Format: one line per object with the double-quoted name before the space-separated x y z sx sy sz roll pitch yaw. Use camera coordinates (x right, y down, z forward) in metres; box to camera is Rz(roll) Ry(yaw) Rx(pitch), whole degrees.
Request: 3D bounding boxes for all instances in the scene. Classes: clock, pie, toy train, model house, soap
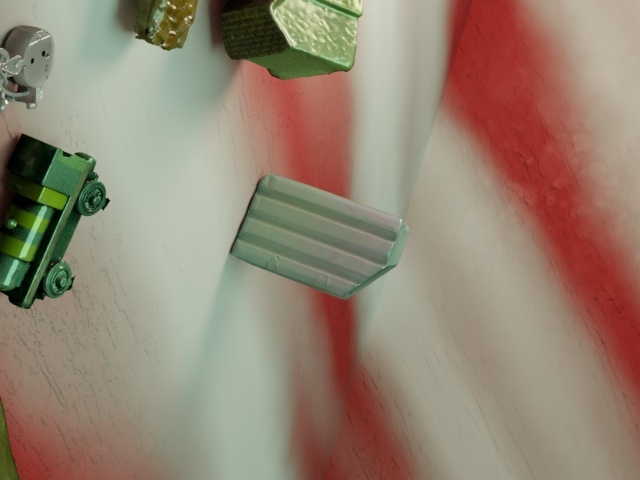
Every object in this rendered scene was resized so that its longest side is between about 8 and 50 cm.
"clock" -0.328 -0.181 1.161 0.129 0.041 0.087 -44 147 -65
"pie" -0.173 -0.381 1.371 0.128 0.068 0.283 2 107 -74
"toy train" -0.334 -0.019 1.285 0.132 0.083 0.200 28 83 -63
"model house" -0.063 -0.368 1.637 0.189 0.195 0.214 10 86 -49
"soap" 0.000 0.000 2.004 0.173 0.289 0.095 -69 162 -5

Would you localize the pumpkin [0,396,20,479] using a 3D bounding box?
"pumpkin" -0.395 0.158 0.849 0.332 0.332 0.199 -43 147 -57
